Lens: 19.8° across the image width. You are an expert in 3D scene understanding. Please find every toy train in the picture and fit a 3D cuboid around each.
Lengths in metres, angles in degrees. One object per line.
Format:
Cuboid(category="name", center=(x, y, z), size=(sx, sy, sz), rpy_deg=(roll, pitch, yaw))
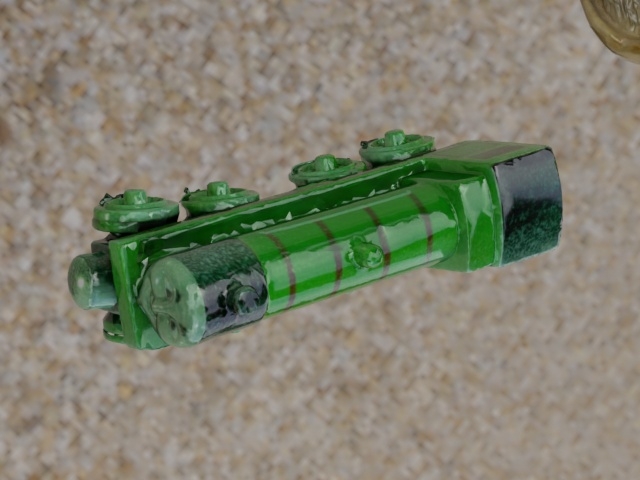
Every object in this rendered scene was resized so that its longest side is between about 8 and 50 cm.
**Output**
Cuboid(category="toy train", center=(0.000, 0.000, 0.912), size=(0.251, 0.119, 0.085), rpy_deg=(-17, 106, -35))

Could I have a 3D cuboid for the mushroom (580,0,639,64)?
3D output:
Cuboid(category="mushroom", center=(0.090, -0.214, 0.654), size=(0.351, 0.095, 0.122), rpy_deg=(63, 39, -38))
